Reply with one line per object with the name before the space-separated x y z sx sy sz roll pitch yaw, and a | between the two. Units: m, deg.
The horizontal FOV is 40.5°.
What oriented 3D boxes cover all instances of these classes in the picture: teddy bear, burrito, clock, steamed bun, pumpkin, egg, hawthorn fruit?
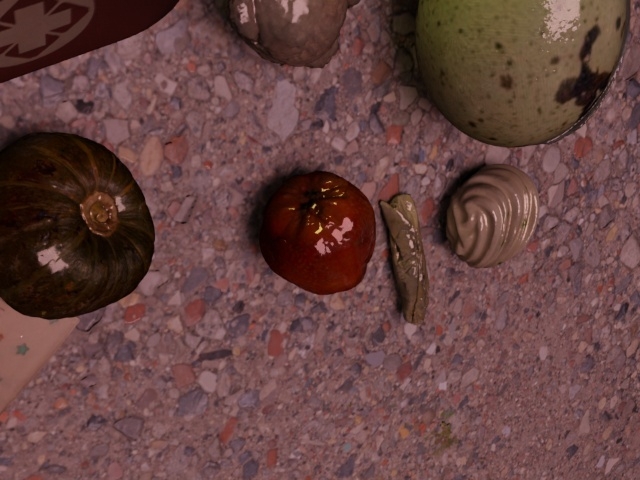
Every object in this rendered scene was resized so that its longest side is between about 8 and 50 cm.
teddy bear | -0.017 -0.347 1.062 0.236 0.151 0.267 14 103 -48
burrito | 0.144 0.031 1.408 0.058 0.063 0.230 -10 113 11
clock | 0.255 -0.083 1.468 0.074 0.010 0.083 35 86 -42
steamed bun | 0.293 -0.034 1.445 0.182 0.106 0.183 -23 128 -34
pumpkin | -0.301 -0.016 0.982 0.219 0.162 0.219 15 71 -51
egg | 0.273 -0.308 1.202 0.287 0.287 0.380 -24 128 -27
hawthorn fruit | -0.002 -0.011 1.222 0.174 0.173 0.179 -65 157 4

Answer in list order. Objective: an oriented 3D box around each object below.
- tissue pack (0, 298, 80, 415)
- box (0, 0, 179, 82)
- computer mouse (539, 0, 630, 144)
tissue pack | -0.445 0.064 0.965 0.170 0.071 0.325 -54 131 -10
box | -0.303 -0.245 0.831 0.403 0.263 0.108 -26 82 -20
computer mouse | 0.411 -0.326 1.417 0.203 0.114 0.374 -1 110 -38
